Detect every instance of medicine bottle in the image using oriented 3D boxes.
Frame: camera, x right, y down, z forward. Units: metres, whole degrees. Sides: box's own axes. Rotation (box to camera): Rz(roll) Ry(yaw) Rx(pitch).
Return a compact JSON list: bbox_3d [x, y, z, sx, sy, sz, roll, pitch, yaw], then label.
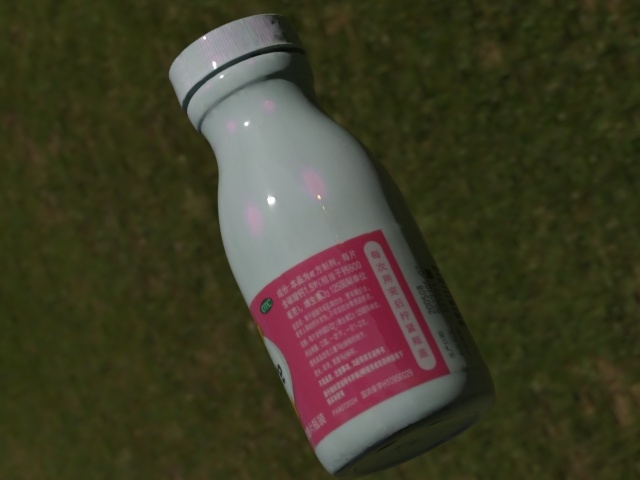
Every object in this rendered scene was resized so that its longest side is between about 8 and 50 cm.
[{"bbox_3d":[0.000,0.000,0.944,0.216,0.090,0.090,65,155,16],"label":"medicine bottle"}]
